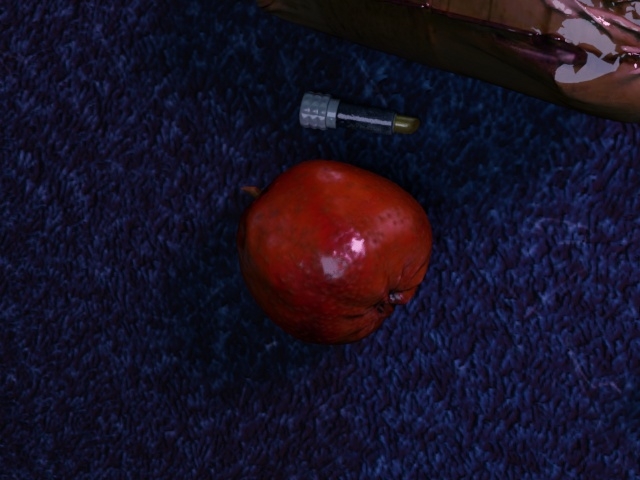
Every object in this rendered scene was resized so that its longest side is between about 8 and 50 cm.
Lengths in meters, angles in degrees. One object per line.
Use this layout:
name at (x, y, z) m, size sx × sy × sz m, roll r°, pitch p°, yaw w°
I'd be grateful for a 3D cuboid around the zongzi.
zongzi at (0.195, -0.345, 1.144) m, size 0.500 × 0.218 × 0.467 m, roll 23°, pitch 113°, yaw 29°

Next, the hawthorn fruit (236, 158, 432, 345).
hawthorn fruit at (0.000, 0.000, 1.379) m, size 0.200 × 0.179 × 0.179 m, roll 41°, pitch 114°, yaw 27°

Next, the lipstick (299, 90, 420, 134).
lipstick at (0.039, -0.119, 1.400) m, size 0.116 × 0.037 × 0.037 m, roll 11°, pitch 107°, yaw 12°
